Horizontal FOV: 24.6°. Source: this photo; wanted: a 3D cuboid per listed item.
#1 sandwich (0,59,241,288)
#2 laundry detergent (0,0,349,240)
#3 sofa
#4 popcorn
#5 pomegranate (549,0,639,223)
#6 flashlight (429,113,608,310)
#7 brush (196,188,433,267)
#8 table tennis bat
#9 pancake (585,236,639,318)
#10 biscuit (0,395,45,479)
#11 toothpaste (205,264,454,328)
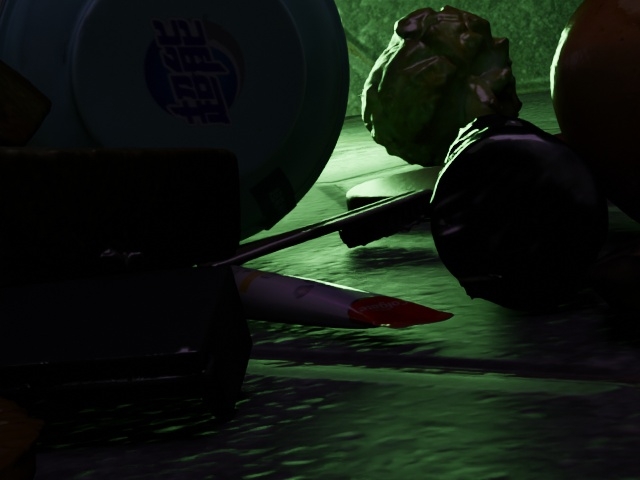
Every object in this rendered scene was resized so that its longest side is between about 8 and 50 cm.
[{"bbox_3d":[-0.208,-0.033,0.857,0.301,0.162,0.250,-11,-3,35],"label":"sandwich"},{"bbox_3d":[-0.139,-0.135,1.218,0.287,0.287,0.305,-9,8,-17],"label":"laundry detergent"},{"bbox_3d":[-0.109,0.060,0.654,0.147,0.060,0.085,-6,25,10],"label":"sofa"},{"bbox_3d":[0.142,-0.157,1.640,0.212,0.197,0.198,32,30,33],"label":"popcorn"},{"bbox_3d":[0.264,-0.103,0.986,0.209,0.209,0.209,-7,8,1],"label":"pomegranate"},{"bbox_3d":[0.121,-0.036,0.968,0.103,0.103,0.424,-6,7,6],"label":"flashlight"},{"bbox_3d":[0.000,0.000,1.086,0.190,0.027,0.034,-18,8,-23],"label":"brush"},{"bbox_3d":[0.150,-0.060,1.328,0.200,0.038,0.310,-1,10,38],"label":"table tennis bat"},{"bbox_3d":[0.274,0.005,0.710,0.295,0.049,0.294,-5,5,0],"label":"pancake"},{"bbox_3d":[-0.225,0.098,0.504,0.262,0.037,0.262,-7,7,1],"label":"biscuit"},{"bbox_3d":[-0.010,0.034,0.820,0.048,0.031,0.190,-6,7,-41],"label":"toothpaste"}]
